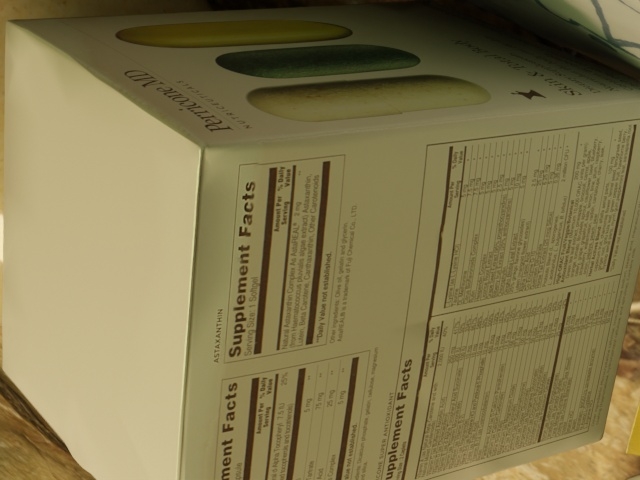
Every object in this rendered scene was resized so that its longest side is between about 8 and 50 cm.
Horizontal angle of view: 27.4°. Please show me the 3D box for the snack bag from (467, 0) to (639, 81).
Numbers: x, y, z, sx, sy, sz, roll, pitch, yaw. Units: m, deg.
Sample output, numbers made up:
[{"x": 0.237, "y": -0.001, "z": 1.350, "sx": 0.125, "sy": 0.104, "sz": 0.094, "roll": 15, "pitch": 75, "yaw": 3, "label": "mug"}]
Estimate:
[{"x": 0.087, "y": -0.135, "z": 0.556, "sx": 0.342, "sy": 0.037, "sz": 0.323, "roll": 32, "pitch": -176, "yaw": 27, "label": "snack bag"}]

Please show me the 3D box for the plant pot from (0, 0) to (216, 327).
[{"x": -0.173, "y": -0.078, "z": 0.824, "sx": 0.305, "sy": 0.333, "sz": 0.334, "roll": 43, "pitch": 148, "yaw": -24, "label": "plant pot"}]

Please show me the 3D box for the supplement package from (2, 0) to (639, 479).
[{"x": 0.000, "y": 0.000, "z": 0.662, "sx": 0.199, "sy": 0.263, "sz": 0.198, "roll": 34, "pitch": 125, "yaw": 48, "label": "supplement package"}]

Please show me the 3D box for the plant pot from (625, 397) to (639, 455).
[{"x": 0.238, "y": 0.087, "z": 0.786, "sx": 0.083, "sy": 0.081, "sz": 0.081, "roll": 15, "pitch": 140, "yaw": 15, "label": "plant pot"}]

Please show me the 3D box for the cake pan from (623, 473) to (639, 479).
[{"x": 0.326, "y": 0.243, "z": 0.893, "sx": 0.293, "sy": 0.054, "sz": 0.293, "roll": 26, "pitch": 143, "yaw": 21, "label": "cake pan"}]
